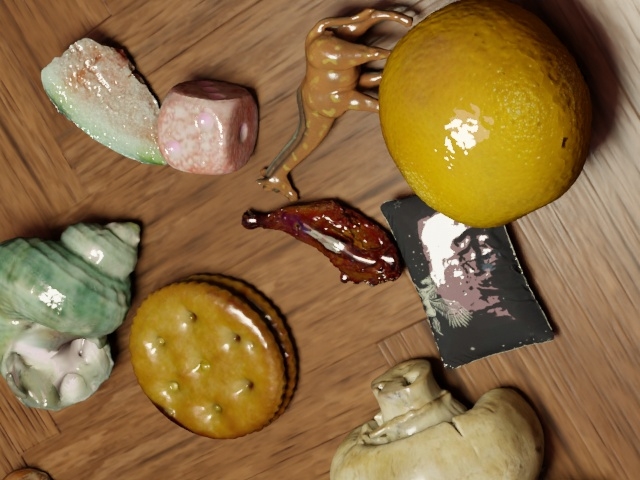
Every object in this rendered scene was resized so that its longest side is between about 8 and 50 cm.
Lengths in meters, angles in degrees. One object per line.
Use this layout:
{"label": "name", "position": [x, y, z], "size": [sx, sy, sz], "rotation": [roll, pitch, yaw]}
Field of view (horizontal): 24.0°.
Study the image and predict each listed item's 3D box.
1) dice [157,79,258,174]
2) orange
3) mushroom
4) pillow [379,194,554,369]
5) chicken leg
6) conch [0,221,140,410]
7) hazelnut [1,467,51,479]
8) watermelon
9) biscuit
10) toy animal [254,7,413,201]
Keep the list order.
{"label": "dice", "position": [-0.130, -0.132, 1.749], "size": [0.091, 0.093, 0.094], "rotation": [11, 110, 21]}
{"label": "orange", "position": [0.168, -0.129, 1.540], "size": [0.236, 0.236, 0.236], "rotation": [8, 111, 22]}
{"label": "mushroom", "position": [0.118, 0.251, 1.713], "size": [0.253, 0.189, 0.195], "rotation": [-18, 101, 23]}
{"label": "pillow", "position": [0.163, 0.036, 1.692], "size": [0.141, 0.055, 0.208], "rotation": [-17, 100, 22]}
{"label": "chicken leg", "position": [0.003, -0.005, 1.760], "size": [0.205, 0.053, 0.093], "rotation": [33, 133, 16]}
{"label": "conch", "position": [-0.324, 0.078, 1.877], "size": [0.220, 0.195, 0.277], "rotation": [38, 97, -14]}
{"label": "hazelnut", "position": [-0.401, 0.351, 2.057], "size": [0.086, 0.086, 0.086], "rotation": [8, 111, 22]}
{"label": "watermelon", "position": [-0.248, -0.162, 1.812], "size": [0.094, 0.081, 0.180], "rotation": [-32, 109, 14]}
{"label": "biscuit", "position": [-0.133, 0.147, 1.862], "size": [0.220, 0.066, 0.220], "rotation": [9, 112, 23]}
{"label": "toy animal", "position": [0.015, -0.148, 1.698], "size": [0.229, 0.066, 0.224], "rotation": [-7, 123, 17]}
